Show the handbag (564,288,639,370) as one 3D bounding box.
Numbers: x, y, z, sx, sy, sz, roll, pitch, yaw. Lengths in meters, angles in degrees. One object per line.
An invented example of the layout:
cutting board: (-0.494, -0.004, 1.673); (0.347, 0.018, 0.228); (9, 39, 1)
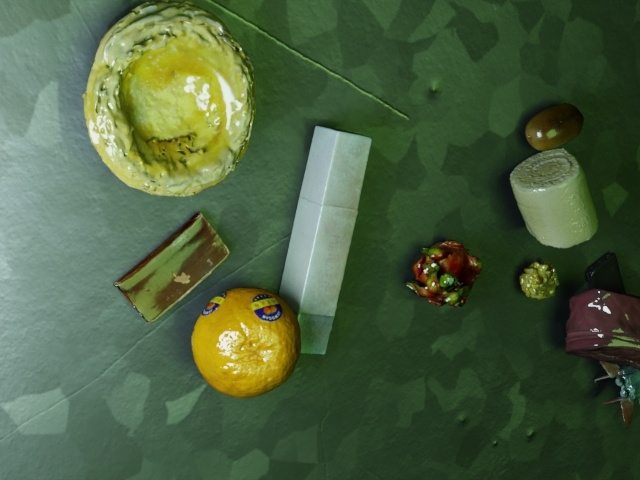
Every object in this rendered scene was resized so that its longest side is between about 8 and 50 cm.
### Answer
handbag: (0.601, 0.183, 2.199); (0.225, 0.146, 0.135); (13, 73, -19)

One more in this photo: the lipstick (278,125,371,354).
lipstick: (0.000, 0.000, 1.836); (0.076, 0.079, 0.372); (8, 98, -33)

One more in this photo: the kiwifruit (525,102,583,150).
kiwifruit: (0.437, -0.212, 2.063); (0.124, 0.075, 0.075); (-24, 115, -22)

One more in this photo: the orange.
orange: (-0.117, 0.161, 1.758); (0.177, 0.155, 0.178); (1, 88, -27)

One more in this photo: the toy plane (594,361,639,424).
toy plane: (0.719, 0.271, 2.354); (0.326, 0.104, 0.223); (-18, 83, -32)

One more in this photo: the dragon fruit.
dragon fruit: (0.227, 0.073, 1.992); (0.142, 0.175, 0.138); (-21, 106, 6)

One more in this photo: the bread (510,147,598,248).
bread: (0.434, -0.075, 2.053); (0.134, 0.148, 0.141); (-18, 116, 11)

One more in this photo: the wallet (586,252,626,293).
wallet: (0.595, 0.106, 2.281); (0.082, 0.018, 0.157); (-32, 119, -21)

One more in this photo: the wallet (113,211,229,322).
wallet: (-0.230, 0.044, 1.732); (0.176, 0.026, 0.095); (-44, 116, -16)

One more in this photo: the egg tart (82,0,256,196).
egg tart: (-0.224, -0.206, 1.614); (0.288, 0.118, 0.288); (-9, 109, -29)

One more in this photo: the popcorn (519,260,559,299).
popcorn: (0.426, 0.076, 2.142); (0.082, 0.057, 0.083); (42, 77, -35)
